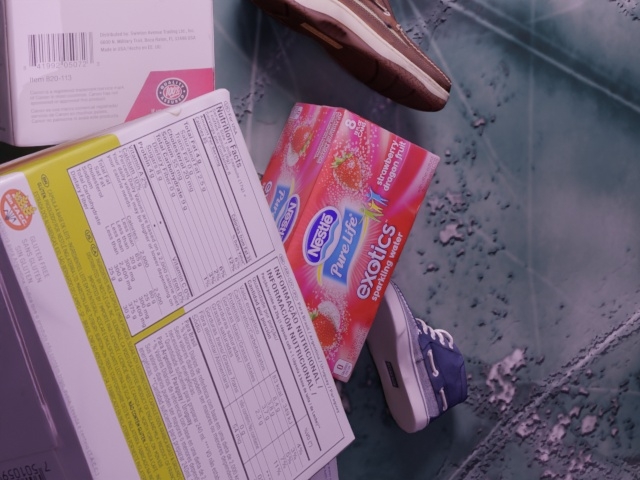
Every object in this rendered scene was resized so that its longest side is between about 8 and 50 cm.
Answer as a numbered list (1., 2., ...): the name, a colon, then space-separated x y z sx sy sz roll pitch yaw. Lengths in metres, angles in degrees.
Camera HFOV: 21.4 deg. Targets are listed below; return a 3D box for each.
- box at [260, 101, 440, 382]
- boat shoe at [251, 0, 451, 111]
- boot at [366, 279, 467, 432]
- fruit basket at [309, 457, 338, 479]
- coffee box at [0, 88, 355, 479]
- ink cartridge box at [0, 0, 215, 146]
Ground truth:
1. box: 0.000 0.000 1.741 0.128 0.122 0.257 25 86 -27
2. boat shoe: 0.046 -0.231 1.747 0.257 0.095 0.095 34 76 -27
3. boot: 0.104 0.111 1.852 0.086 0.069 0.190 -28 118 -28
4. fruit basket: -0.102 0.390 1.756 0.353 0.165 0.327 -29 119 -43
5. coffee box: -0.232 0.104 1.417 0.334 0.337 0.338 -32 104 -55
6. ink cartridge box: -0.214 -0.238 1.594 0.207 0.117 0.283 -6 101 -26
